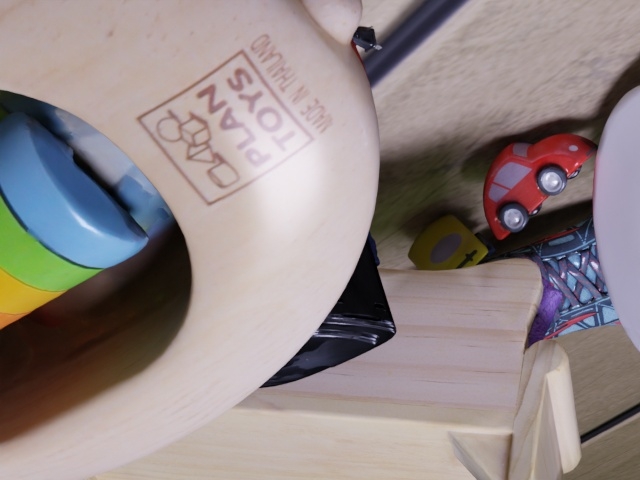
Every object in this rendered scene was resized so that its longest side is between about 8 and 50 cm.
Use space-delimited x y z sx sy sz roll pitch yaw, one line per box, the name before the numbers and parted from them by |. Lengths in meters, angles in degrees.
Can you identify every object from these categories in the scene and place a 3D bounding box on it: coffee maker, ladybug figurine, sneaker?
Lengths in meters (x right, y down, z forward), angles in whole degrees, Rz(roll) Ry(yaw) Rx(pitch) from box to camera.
coffee maker | -0.024 -0.014 1.155 0.120 0.178 0.171 -4 158 -28
ladybug figurine | -0.156 -0.030 0.957 0.449 0.162 0.305 -25 117 27
sneaker | 0.193 0.044 1.519 0.262 0.104 0.125 -26 177 29

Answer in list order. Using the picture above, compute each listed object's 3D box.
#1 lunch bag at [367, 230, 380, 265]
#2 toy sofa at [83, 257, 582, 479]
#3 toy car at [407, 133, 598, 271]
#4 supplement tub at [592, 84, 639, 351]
lunch bag | 0.000 0.000 1.372 0.067 0.065 0.098 -10 166 -18
toy sofa | -0.009 0.117 1.269 0.363 0.177 0.150 2 147 14
toy car | 0.083 0.019 1.381 0.225 0.053 0.239 -42 176 -32
supplement tub | 0.386 -0.027 1.314 0.331 0.241 0.241 -8 159 -19
